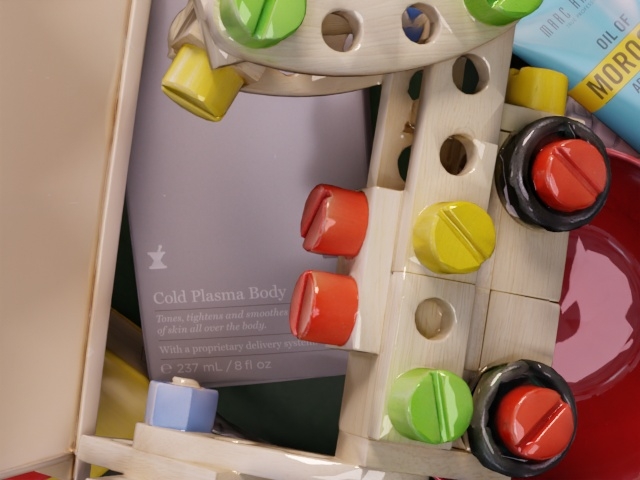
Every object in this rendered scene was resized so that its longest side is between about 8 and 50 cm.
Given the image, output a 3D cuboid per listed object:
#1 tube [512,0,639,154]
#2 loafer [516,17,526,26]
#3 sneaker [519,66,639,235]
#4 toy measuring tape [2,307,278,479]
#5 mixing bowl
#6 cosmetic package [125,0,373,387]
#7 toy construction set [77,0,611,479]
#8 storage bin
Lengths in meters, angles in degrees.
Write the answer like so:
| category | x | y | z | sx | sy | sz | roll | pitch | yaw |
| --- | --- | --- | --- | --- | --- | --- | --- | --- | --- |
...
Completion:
| category | x | y | z | sx | sy | sz | roll | pitch | yaw |
| --- | --- | --- | --- | --- | --- | --- | --- | --- | --- |
| tube | 0.180 | -0.062 | 0.673 | 0.207 | 0.052 | 0.080 | 42 | 94 | -11 |
| loafer | 0.067 | -0.230 | 0.654 | 0.092 | 0.102 | 0.268 | -19 | 106 | 11 |
| sneaker | 0.163 | -0.031 | 0.746 | 0.166 | 0.065 | 0.076 | 24 | 124 | -7 |
| toy measuring tape | -0.108 | 0.118 | 0.755 | 0.330 | 0.121 | 0.121 | 38 | 103 | -13 |
| mixing bowl | 0.118 | 0.040 | 0.691 | 0.181 | 0.098 | 0.181 | 1 | 95 | 12 |
| cosmetic package | -0.035 | -0.054 | 0.706 | 0.127 | 0.107 | 0.238 | -5 | 110 | 4 |
| toy construction set | 0.000 | 0.000 | 0.575 | 0.215 | 0.151 | 0.328 | 11 | 100 | -20 |
| storage bin | -0.230 | -0.037 | 0.634 | 0.260 | 0.123 | 0.262 | 12 | 99 | 26 |
